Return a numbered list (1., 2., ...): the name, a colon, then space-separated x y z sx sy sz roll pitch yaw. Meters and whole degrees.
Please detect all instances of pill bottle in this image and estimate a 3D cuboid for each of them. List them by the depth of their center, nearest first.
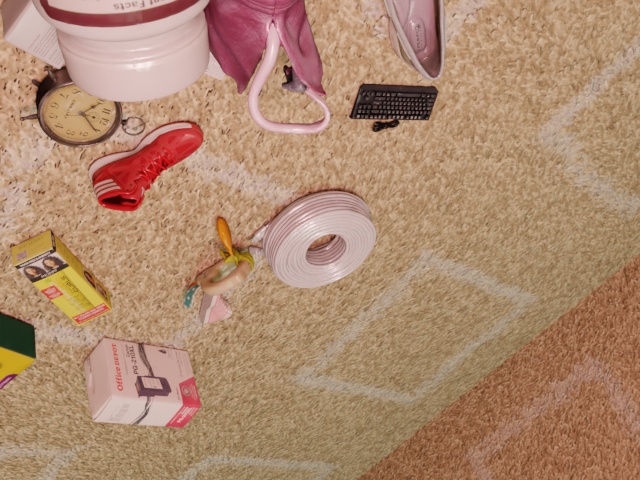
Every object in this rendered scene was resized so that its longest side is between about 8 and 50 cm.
1. pill bottle: -0.238 -0.373 0.768 0.224 0.224 0.392 -14 139 -14

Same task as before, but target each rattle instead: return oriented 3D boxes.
1. rattle: -0.256 0.056 1.471 0.200 0.130 0.143 -16 136 31

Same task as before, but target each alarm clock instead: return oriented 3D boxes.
1. alarm clock: -0.379 -0.214 1.111 0.192 0.064 0.129 18 124 -37

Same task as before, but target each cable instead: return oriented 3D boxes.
1. cable: 0.000 0.000 1.523 0.257 0.089 0.257 -44 137 21

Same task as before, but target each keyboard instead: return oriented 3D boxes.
1. keyboard: 0.147 -0.263 1.365 0.180 0.023 0.108 -3 136 -24

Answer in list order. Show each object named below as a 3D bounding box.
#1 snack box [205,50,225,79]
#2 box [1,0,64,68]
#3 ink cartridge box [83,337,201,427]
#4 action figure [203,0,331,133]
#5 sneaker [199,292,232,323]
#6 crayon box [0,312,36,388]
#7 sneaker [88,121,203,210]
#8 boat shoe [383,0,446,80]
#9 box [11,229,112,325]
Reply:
1. snack box: -0.222 -0.324 1.105 0.178 0.022 0.064 17 126 -39
2. box: -0.386 -0.324 0.957 0.101 0.101 0.087 -43 140 21
3. ink cartridge box: -0.425 0.342 1.611 0.237 0.171 0.100 18 123 -40
4. action figure: -0.084 -0.352 0.926 0.248 0.275 0.370 -4 158 -14
5. sneaker: -0.239 0.146 1.591 0.070 0.051 0.134 -4 139 -27
6. crayon box: -0.827 0.254 1.359 0.363 0.106 0.313 -37 138 13
7. sneaker: -0.300 -0.119 1.206 0.221 0.128 0.087 -28 140 3
8. boat shoe: 0.159 -0.416 1.139 0.118 0.103 0.320 -23 141 -3
9. box: -0.518 0.080 1.365 0.088 0.058 0.232 -25 141 -2
